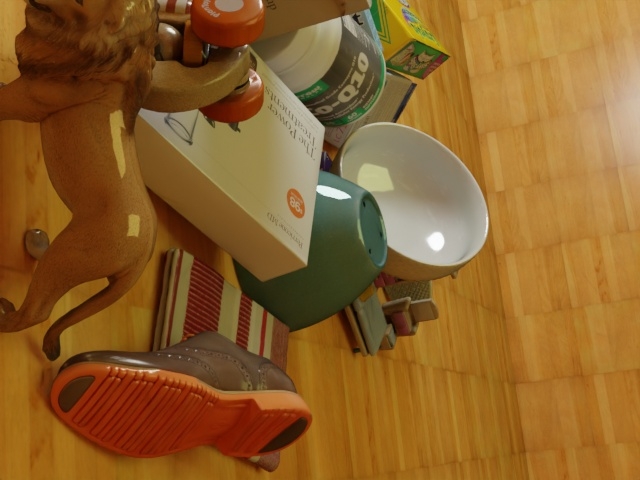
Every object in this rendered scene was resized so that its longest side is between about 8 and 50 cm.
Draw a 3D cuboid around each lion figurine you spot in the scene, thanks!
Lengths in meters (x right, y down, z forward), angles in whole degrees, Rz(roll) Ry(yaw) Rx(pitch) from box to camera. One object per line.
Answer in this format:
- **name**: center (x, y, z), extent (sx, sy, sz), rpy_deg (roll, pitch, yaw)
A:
- **lion figurine**: center (-0.235, -0.079, 0.888), extent (0.142, 0.240, 0.392), rpy_deg (-33, 111, -67)

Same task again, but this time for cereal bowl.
- **cereal bowl**: center (0.155, -0.060, 1.744), extent (0.338, 0.141, 0.339), rpy_deg (15, 52, -20)

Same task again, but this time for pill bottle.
- **pill bottle**: center (-0.032, -0.339, 1.579), extent (0.361, 0.204, 0.204), rpy_deg (17, 64, -65)

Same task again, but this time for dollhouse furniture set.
- **dollhouse furniture set**: center (0.172, 0.131, 1.861), extent (0.303, 0.198, 0.286), rpy_deg (-60, 134, -59)

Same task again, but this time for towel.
- **towel**: center (-0.140, 0.179, 1.279), extent (0.329, 0.037, 0.237), rpy_deg (45, 41, -52)

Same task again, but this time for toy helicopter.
- **toy helicopter**: center (-0.228, -0.268, 1.057), extent (0.355, 0.235, 0.140), rpy_deg (55, -25, 34)

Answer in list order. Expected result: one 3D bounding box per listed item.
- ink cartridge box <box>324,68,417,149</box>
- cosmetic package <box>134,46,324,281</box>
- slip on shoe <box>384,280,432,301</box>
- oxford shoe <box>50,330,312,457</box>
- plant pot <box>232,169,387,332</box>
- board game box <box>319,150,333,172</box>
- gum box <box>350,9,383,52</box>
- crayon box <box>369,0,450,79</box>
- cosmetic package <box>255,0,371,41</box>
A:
- **ink cartridge box**: center (0.115, -0.296, 1.986), extent (0.186, 0.065, 0.311), rpy_deg (-62, 162, 15)
- **cosmetic package**: center (-0.147, -0.161, 1.256), extent (0.377, 0.097, 0.284), rpy_deg (43, 42, -38)
- **slip on shoe**: center (0.184, 0.013, 2.073), extent (0.101, 0.123, 0.331), rpy_deg (-49, 120, -68)
- **oxford shoe**: center (-0.172, 0.177, 1.076), extent (0.363, 0.130, 0.133), rpy_deg (23, 28, -46)
- **plant pot**: center (0.000, 0.000, 1.499), extent (0.290, 0.195, 0.290), rpy_deg (-12, 90, -68)
- **board game box**: center (0.014, -0.069, 1.770), extent (0.141, 0.048, 0.170), rpy_deg (54, 32, -49)
- **gum box**: center (0.027, -0.453, 1.846), extent (0.041, 0.156, 0.184), rpy_deg (-67, 141, -54)
- **crayon box**: center (0.139, -0.539, 2.073), extent (0.313, 0.106, 0.363), rpy_deg (53, 20, 9)
- **cosmetic package**: center (-0.090, -0.393, 1.311), extent (0.160, 0.309, 0.113), rpy_deg (57, 31, -42)
